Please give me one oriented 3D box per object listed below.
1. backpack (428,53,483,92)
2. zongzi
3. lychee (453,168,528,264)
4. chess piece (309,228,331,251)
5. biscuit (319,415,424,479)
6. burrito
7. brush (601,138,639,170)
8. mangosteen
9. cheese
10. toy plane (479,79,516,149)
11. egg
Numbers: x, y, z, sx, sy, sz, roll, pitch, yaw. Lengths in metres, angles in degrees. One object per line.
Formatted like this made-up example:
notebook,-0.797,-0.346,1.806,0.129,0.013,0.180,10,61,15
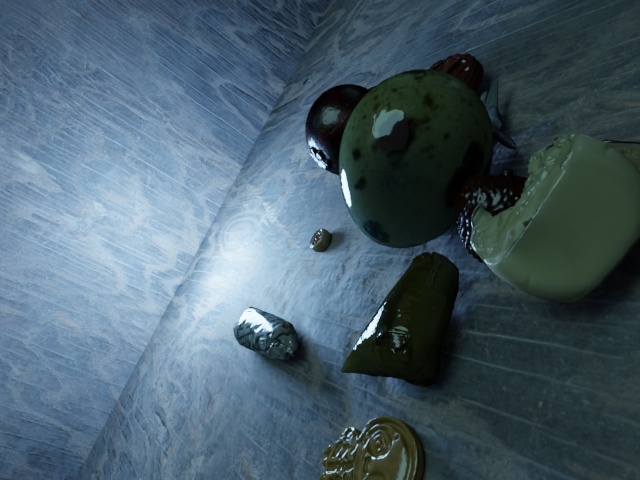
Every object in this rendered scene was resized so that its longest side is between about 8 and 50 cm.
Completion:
backpack,0.363,-0.435,1.391,0.229,0.139,0.229,-44,25,27
zongzi,0.164,0.174,1.097,0.300,0.145,0.273,-24,38,58
lychee,0.354,-0.050,0.956,0.194,0.194,0.194,-40,31,31
chess piece,0.000,0.000,1.664,0.084,0.038,0.083,-38,34,33
biscuit,0.093,0.468,1.008,0.289,0.044,0.202,-24,42,45
burrito,-0.167,0.301,1.560,0.139,0.101,0.445,-60,24,-16
brush,0.590,-0.107,0.764,0.327,0.065,0.070,20,73,53
mangosteen,0.121,-0.369,1.583,0.359,0.306,0.306,-43,23,-15
cheese,0.393,-0.034,0.799,0.266,0.233,0.127,-56,-4,8
toy plane,0.419,-0.273,1.201,0.212,0.088,0.267,-50,36,18
egg,0.211,-0.177,1.140,0.345,0.345,0.428,-111,34,-58
